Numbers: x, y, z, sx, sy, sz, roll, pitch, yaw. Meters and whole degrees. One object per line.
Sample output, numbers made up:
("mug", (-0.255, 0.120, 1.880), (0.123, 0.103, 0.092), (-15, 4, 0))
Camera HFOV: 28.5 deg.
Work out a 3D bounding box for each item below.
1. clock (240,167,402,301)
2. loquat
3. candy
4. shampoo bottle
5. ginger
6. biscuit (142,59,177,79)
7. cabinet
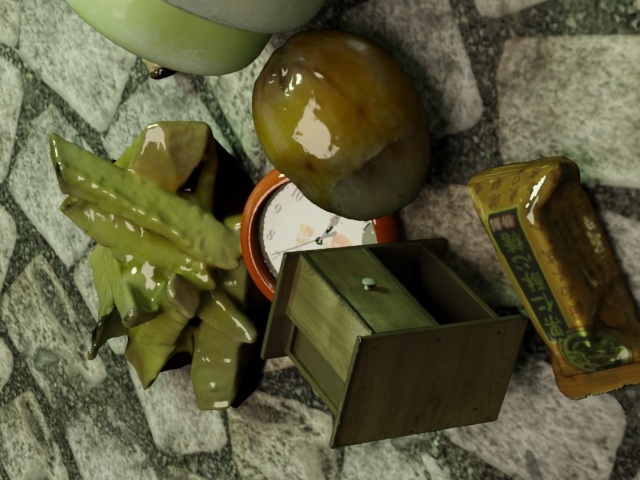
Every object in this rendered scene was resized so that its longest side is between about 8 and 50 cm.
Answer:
("clock", (0.000, 0.000, 1.517), (0.205, 0.051, 0.205), (5, 106, 19))
("loquat", (0.026, -0.127, 1.388), (0.227, 0.179, 0.179), (47, 130, 7))
("candy", (0.258, 0.042, 1.310), (0.143, 0.101, 0.271), (-14, 103, 50))
("shampoo bottle", (-0.117, -0.359, 1.324), (0.322, 0.322, 0.317), (47, 122, 17))
("ginger", (-0.244, 0.039, 1.655), (0.358, 0.211, 0.414), (9, 112, 40))
("biscuit", (-0.221, -0.315, 1.603), (0.061, 0.055, 0.219), (-3, 104, 57))
("cabinet", (0.077, 0.102, 1.365), (0.175, 0.215, 0.148), (48, 134, 48))
